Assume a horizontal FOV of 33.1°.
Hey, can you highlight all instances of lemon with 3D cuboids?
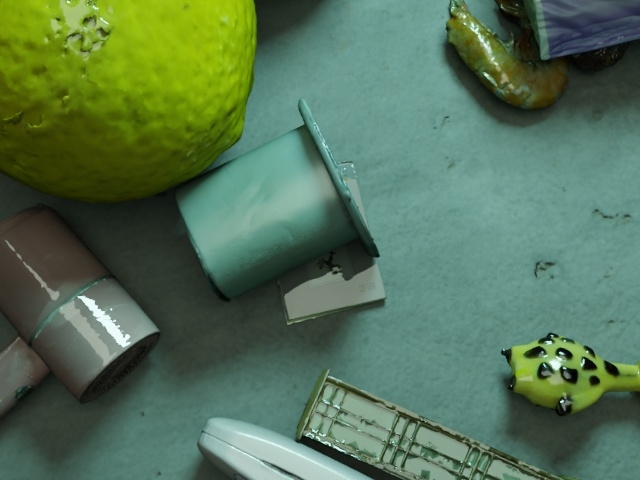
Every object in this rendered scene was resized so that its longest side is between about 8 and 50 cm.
[{"bbox_3d":[-0.232,-0.214,1.167,0.387,0.350,0.350,1,76,-44],"label":"lemon"}]

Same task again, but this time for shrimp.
[{"bbox_3d":[0.233,-0.244,1.352,0.187,0.051,0.132,45,61,3],"label":"shrimp"}]

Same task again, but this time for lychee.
[{"bbox_3d":[0.342,-0.244,1.337,0.083,0.068,0.067,-18,102,-22],"label":"lychee"}]

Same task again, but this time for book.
[{"bbox_3d":[0.000,0.000,1.314,0.127,0.014,0.181,-13,80,-3],"label":"book"}]

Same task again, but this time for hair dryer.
[{"bbox_3d":[-0.380,0.146,1.238,0.352,0.125,0.210,-42,82,-1],"label":"hair dryer"}]

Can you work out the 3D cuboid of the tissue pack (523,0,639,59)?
[{"bbox_3d":[0.388,-0.376,1.263,0.338,0.160,0.242,-13,61,9],"label":"tissue pack"}]

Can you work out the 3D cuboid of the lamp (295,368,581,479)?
[{"bbox_3d":[0.134,0.250,1.233,0.325,0.090,0.089,23,79,3],"label":"lamp"}]

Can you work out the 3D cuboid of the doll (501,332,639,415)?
[{"bbox_3d":[0.358,0.156,1.255,0.291,0.086,0.117,2,50,-2],"label":"doll"}]

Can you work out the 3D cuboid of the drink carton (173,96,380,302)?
[{"bbox_3d":[-0.056,-0.040,1.227,0.189,0.191,0.185,-22,82,2],"label":"drink carton"}]

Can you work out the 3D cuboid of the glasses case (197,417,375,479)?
[{"bbox_3d":[-0.001,0.280,1.212,0.297,0.113,0.075,25,78,4],"label":"glasses case"}]
